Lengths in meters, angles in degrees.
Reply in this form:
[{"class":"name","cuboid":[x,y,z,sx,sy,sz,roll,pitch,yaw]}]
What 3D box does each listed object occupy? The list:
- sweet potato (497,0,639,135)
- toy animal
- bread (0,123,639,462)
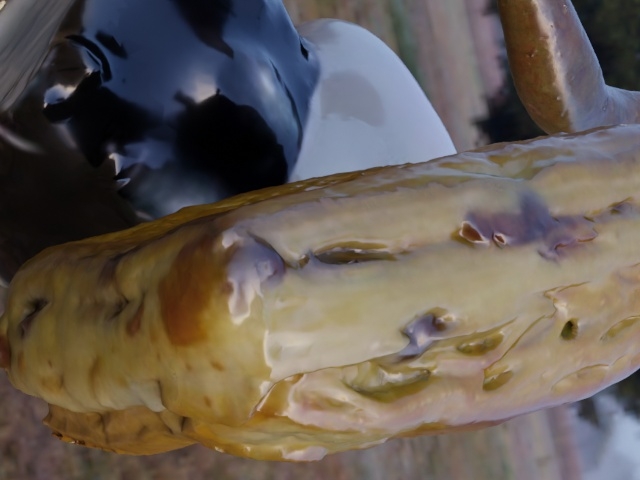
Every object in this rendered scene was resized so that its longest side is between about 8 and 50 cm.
[{"class":"sweet potato","cuboid":[0.235,-0.139,1.422,0.346,0.108,0.079,33,5,-45]},{"class":"toy animal","cuboid":[-0.057,-0.038,0.810,0.267,0.212,0.212,37,26,-31]},{"class":"bread","cuboid":[0.015,0.024,0.604,0.210,0.235,0.099,-8,-85,58]}]
